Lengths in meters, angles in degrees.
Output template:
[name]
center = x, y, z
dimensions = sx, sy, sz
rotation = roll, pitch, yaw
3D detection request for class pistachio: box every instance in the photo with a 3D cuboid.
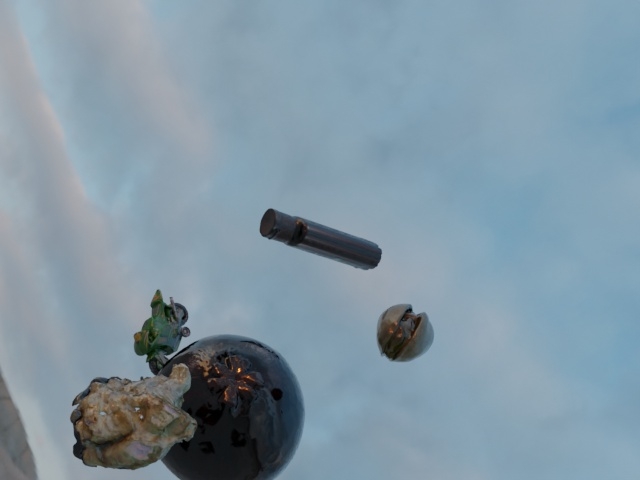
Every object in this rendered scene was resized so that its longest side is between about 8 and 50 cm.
[pistachio]
center = 0.146, 0.167, 1.042
dimensions = 0.113, 0.149, 0.113
rotation = 3, -82, 24

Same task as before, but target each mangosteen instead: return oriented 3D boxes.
[mangosteen]
center = -0.186, 0.352, 1.147
dimensions = 0.307, 0.307, 0.347
rotation = 45, -38, 25

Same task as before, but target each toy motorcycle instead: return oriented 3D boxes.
[toy motorcycle]
center = -0.348, 0.201, 1.263
dimensions = 0.074, 0.190, 0.106
rotation = -30, -57, 30

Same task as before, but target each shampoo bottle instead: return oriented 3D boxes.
[shampoo bottle]
center = 0.000, 0.000, 1.484
dimensions = 0.129, 0.323, 0.084
rotation = 16, -92, 56

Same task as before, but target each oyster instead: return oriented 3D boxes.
[oyster]
center = -0.245, 0.226, 0.806
dimensions = 0.163, 0.191, 0.081
rotation = 30, -61, -3
